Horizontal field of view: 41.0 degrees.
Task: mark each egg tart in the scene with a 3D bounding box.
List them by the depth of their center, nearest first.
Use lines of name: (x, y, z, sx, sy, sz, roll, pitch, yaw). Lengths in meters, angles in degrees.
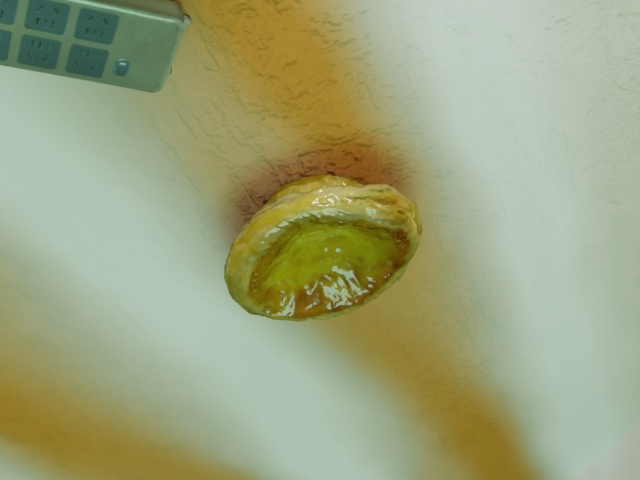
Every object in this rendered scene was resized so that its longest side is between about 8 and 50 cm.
egg tart: (0.000, 0.000, 1.303, 0.318, 0.128, 0.319, -10, 143, -8)

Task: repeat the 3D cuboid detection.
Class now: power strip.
power strip: (-0.286, -0.243, 0.988, 0.270, 0.046, 0.118, 6, 136, -25)
